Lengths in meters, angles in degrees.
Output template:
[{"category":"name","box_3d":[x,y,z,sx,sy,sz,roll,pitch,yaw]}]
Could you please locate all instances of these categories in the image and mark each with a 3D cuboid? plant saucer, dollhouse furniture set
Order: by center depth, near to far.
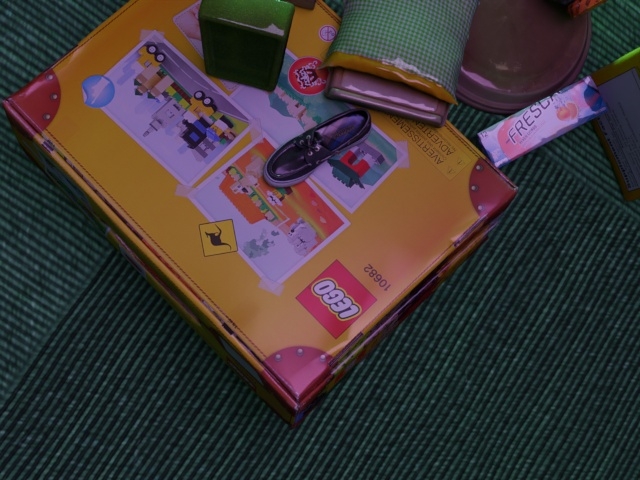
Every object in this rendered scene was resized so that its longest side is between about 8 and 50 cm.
[{"category":"dollhouse furniture set","box_3d":[0.033,-0.267,1.350,0.301,0.151,0.198,14,72,0]},{"category":"plant saucer","box_3d":[0.266,-0.319,1.712,0.277,0.041,0.278,1,83,-13]}]

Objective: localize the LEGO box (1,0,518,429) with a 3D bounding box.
[{"category":"LEGO box","box_3d":[-0.073,-0.083,1.468,0.372,0.193,0.500,-42,81,-14]}]

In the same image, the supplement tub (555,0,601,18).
[{"category":"supplement tub","box_3d":[0.345,-0.413,1.660,0.117,0.117,0.190,-29,90,-15]}]

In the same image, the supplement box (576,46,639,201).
[{"category":"supplement box","box_3d":[0.527,-0.197,1.596,0.195,0.356,0.194,-24,90,-14]}]

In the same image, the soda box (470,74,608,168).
[{"category":"soda box","box_3d":[0.304,-0.162,1.673,0.183,0.063,0.058,-28,91,-3]}]

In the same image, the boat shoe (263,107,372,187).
[{"category":"boat shoe","box_3d":[-0.004,-0.110,1.358,0.142,0.040,0.049,-32,78,-13]}]
